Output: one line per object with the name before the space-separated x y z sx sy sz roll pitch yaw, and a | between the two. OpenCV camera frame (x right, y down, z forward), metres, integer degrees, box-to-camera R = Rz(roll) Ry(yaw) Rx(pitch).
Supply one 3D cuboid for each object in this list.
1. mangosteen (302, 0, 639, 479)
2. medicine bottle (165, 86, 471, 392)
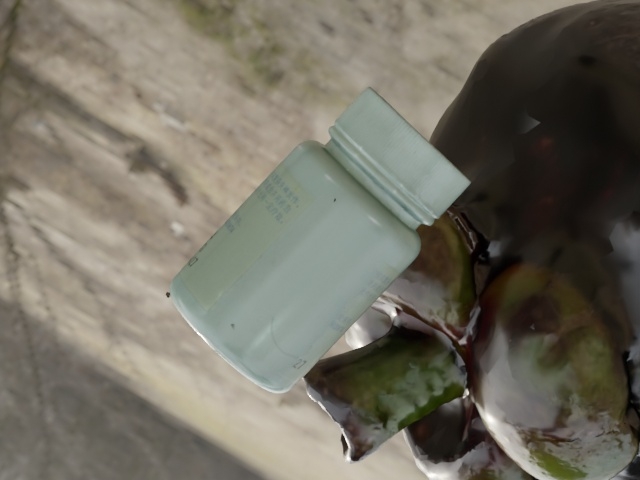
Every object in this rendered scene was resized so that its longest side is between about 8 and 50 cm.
mangosteen | 0.133 0.023 0.831 0.287 0.287 0.233 21 165 41
medicine bottle | 0.000 0.000 0.476 0.047 0.083 0.047 43 -176 -4
